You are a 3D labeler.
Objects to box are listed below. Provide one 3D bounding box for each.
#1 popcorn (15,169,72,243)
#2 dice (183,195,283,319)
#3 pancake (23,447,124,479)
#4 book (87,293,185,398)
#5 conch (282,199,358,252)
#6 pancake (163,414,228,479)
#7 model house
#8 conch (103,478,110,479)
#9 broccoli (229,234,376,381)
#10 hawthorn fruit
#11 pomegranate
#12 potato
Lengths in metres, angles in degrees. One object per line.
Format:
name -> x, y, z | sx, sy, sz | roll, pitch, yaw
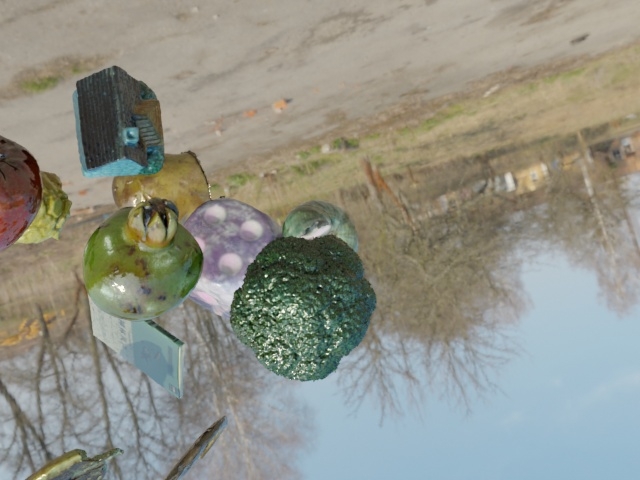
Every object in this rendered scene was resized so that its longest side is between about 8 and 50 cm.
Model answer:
popcorn -> -0.834, -0.089, 1.736 | 0.250, 0.225, 0.249 | 9, -156, -4
dice -> -0.264, 0.058, 1.794 | 0.271, 0.270, 0.270 | -61, 166, -25
pancake -> -0.687, 0.647, 1.596 | 0.305, 0.066, 0.426 | -12, 145, -37
book -> -0.547, 0.290, 1.811 | 0.031, 0.379, 0.264 | -42, 153, -41
conch -> 0.000, 0.000, 1.642 | 0.220, 0.196, 0.277 | -56, 168, -28
pancake -> -0.340, 0.574, 1.578 | 0.286, 0.033, 0.288 | -54, 172, 4
model house -> -0.480, -0.308, 1.523 | 0.226, 0.261, 0.241 | -8, 177, -28
conch -> -0.662, 0.790, 1.846 | 0.173, 0.199, 0.131 | -13, 178, -1
broccoli -> -0.033, 0.140, 1.233 | 0.298, 0.297, 0.297 | -17, 162, -3
hawthorn fruit -> -0.726, -0.075, 1.259 | 0.300, 0.254, 0.254 | -43, 168, 28
pomegranate -> -0.289, 0.044, 1.014 | 0.241, 0.190, 0.159 | -24, -151, 34
potato -> -0.509, -0.126, 1.902 | 0.237, 0.288, 0.301 | -26, 169, -40
